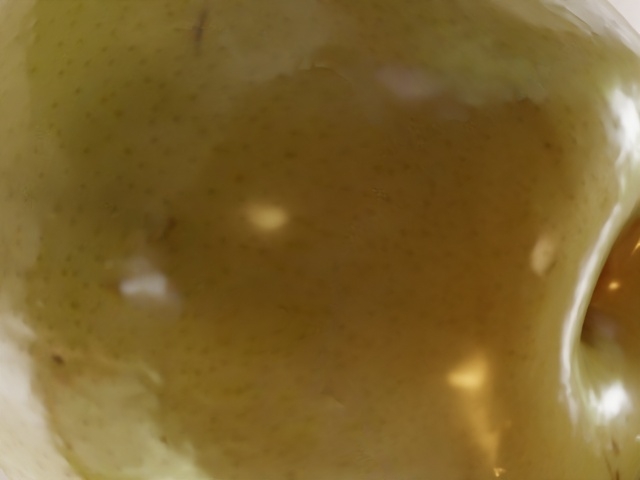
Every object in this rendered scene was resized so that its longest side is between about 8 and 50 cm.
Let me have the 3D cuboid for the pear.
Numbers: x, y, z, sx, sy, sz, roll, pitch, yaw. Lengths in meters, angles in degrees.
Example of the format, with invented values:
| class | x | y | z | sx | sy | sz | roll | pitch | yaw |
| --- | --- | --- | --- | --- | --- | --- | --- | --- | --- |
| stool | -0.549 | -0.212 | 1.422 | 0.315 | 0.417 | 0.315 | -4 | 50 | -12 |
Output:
| class | x | y | z | sx | sy | sz | roll | pitch | yaw |
| --- | --- | --- | --- | --- | --- | --- | --- | --- | --- |
| pear | 0.000 | 0.000 | 0.782 | 0.309 | 0.309 | 0.309 | -22 | 128 | -30 |
